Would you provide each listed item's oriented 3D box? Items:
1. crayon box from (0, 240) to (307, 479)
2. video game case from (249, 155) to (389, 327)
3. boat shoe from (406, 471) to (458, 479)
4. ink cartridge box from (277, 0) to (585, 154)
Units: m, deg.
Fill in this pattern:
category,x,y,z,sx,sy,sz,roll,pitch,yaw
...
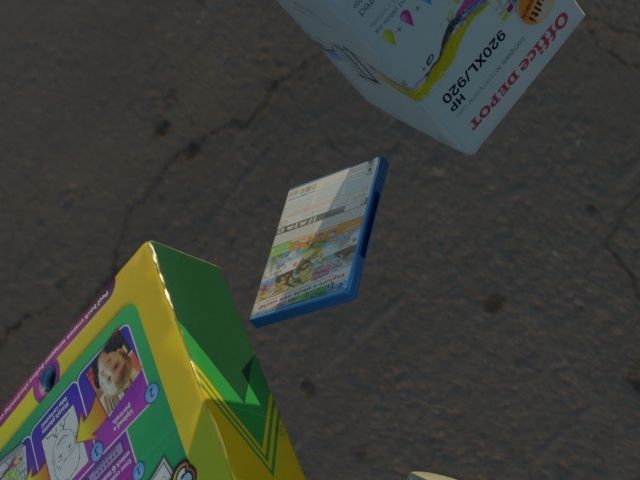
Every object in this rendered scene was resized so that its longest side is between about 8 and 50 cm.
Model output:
category,x,y,z,sx,sy,sz,roll,pitch,yaw
crayon box,-0.197,0.237,1.164,0.363,0.106,0.313,-47,44,21
video game case,0.000,0.000,1.131,0.119,0.015,0.166,-18,41,35
boat shoe,0.155,0.285,1.075,0.227,0.079,0.081,28,102,40
ink cartridge box,0.079,-0.224,1.050,0.171,0.232,0.168,-50,41,-1
